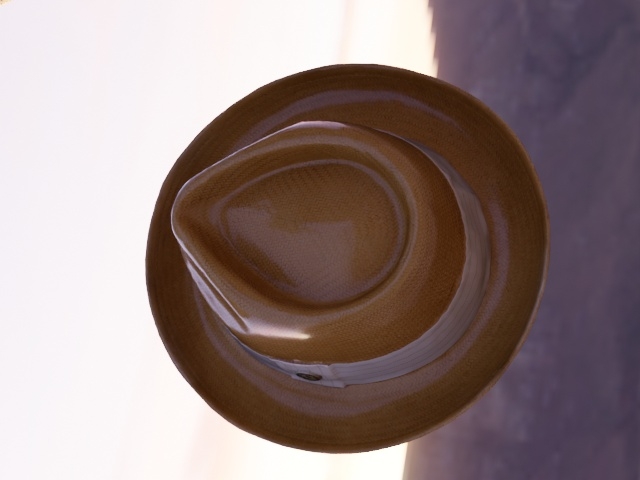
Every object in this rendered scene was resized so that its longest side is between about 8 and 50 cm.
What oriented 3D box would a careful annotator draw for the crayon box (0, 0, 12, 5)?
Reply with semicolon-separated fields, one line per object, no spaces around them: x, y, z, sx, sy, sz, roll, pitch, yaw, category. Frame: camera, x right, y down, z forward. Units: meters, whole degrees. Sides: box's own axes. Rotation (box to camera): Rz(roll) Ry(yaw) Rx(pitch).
-0.078;-0.197;0.774;0.323;0.083;0.203;-44;-1;27;crayon box

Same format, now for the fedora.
0.000;0.000;0.875;0.079;0.194;0.194;33;-115;-65;fedora
